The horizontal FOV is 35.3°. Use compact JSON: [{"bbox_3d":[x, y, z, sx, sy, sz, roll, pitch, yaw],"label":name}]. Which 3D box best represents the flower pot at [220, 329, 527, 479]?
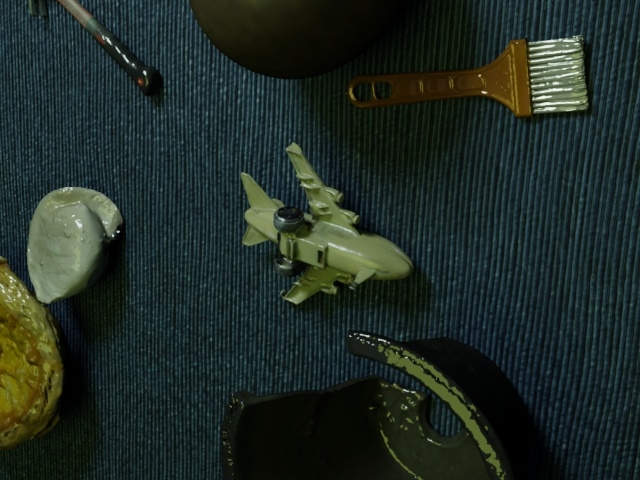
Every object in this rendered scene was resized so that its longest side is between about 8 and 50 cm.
[{"bbox_3d":[0.104,0.264,1.198,0.380,0.251,0.379,7,105,30],"label":"flower pot"}]

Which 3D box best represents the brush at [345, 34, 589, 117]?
[{"bbox_3d":[0.162,-0.186,1.190,0.315,0.017,0.090,1,103,34],"label":"brush"}]

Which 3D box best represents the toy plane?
[{"bbox_3d":[0.000,0.000,1.301,0.256,0.104,0.241,28,131,33],"label":"toy plane"}]

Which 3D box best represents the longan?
[{"bbox_3d":[-0.028,-0.307,1.154,0.258,0.258,0.258,9,107,32],"label":"longan"}]

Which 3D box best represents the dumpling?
[{"bbox_3d":[-0.389,0.003,1.557,0.150,0.092,0.176,44,121,14],"label":"dumpling"}]

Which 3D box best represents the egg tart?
[{"bbox_3d":[-0.532,0.183,1.680,0.341,0.129,0.341,8,105,31],"label":"egg tart"}]

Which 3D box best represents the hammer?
[{"bbox_3d":[-0.335,-0.316,1.478,0.288,0.033,0.111,44,121,17],"label":"hammer"}]
